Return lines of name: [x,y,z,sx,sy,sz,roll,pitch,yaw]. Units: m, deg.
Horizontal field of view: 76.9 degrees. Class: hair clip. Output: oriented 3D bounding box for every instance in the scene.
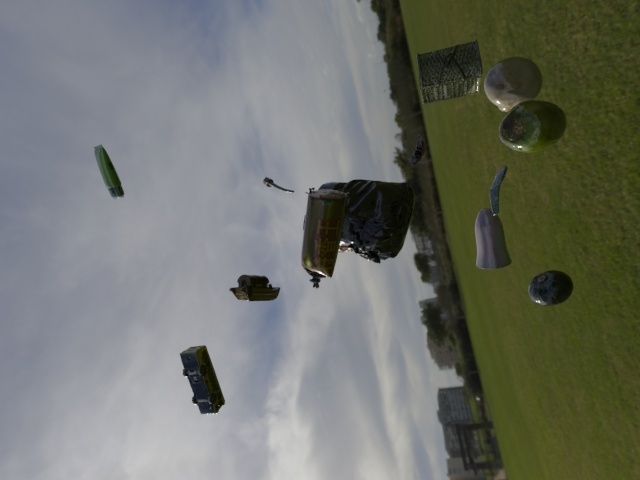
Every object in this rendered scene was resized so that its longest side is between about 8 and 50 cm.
hair clip: [0.729,-0.210,1.658,0.066,0.036,0.228,-29,42,66]

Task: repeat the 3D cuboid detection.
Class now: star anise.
star anise: [0.472,-0.435,1.925,0.124,0.056,0.129,-50,-24,-39]

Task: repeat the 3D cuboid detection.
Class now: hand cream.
hand cream: [-0.684,-0.220,1.303,0.046,0.095,0.174,-26,-69,-36]

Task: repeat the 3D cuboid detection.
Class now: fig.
fig: [0.685,-0.348,1.266,0.167,0.234,0.166,-169,90,-75]

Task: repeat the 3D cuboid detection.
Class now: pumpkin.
pumpkin: [0.931,0.194,1.632,0.125,0.167,0.167,34,-150,-12]

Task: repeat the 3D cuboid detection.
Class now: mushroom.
mushroom: [0.761,-0.609,1.580,0.209,0.207,0.206,6,-110,-48]

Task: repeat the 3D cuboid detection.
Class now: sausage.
sausage: [-0.002,0.000,1.228,0.117,0.125,0.316,-58,-22,-69]

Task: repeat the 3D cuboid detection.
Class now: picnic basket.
picnic basket: [0.428,-0.565,1.345,0.154,0.197,0.133,30,-124,-68]

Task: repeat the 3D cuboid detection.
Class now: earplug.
earplug: [0.868,-0.022,2.067,0.172,0.173,0.300,-52,-50,-70]

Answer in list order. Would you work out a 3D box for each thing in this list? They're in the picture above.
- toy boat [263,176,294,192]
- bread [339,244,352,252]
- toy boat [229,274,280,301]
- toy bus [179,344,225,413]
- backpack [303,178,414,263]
toy boat: [-0.154,-0.199,1.536,0.034,0.122,0.096,-63,-8,4]
bread: [0.111,-0.046,1.993,0.312,0.313,0.172,47,-150,-62]
toy boat: [-0.209,0.159,1.344,0.226,0.068,0.087,12,-104,-61]
toy bus: [-0.393,0.461,1.332,0.074,0.081,0.226,-39,-66,-67]
backpack: [0.147,-0.100,1.659,0.254,0.447,0.363,82,-153,-47]
